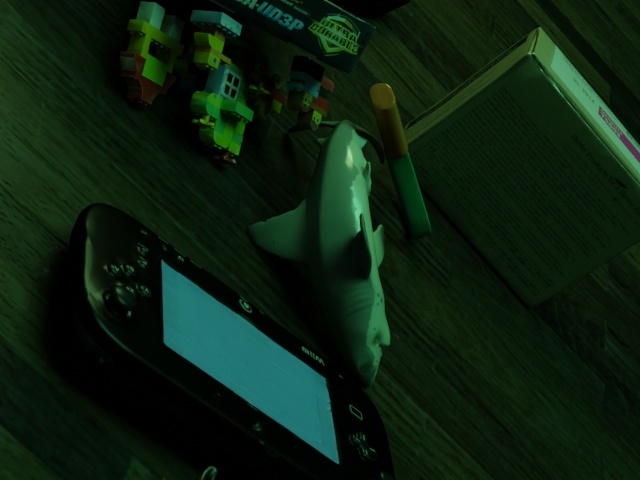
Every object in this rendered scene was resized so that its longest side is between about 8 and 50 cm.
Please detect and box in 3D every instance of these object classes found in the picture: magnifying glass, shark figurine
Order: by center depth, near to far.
[{"bbox_3d":[-0.004,-0.029,1.354,0.166,0.116,0.278,74,11,-55],"label":"shark figurine"},{"bbox_3d":[0.073,-0.076,1.478,0.231,0.026,0.092,72,0,-62],"label":"magnifying glass"}]

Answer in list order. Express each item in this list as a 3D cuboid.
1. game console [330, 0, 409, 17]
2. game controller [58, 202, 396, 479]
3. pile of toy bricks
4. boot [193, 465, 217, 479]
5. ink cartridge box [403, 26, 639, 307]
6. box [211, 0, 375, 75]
[{"bbox_3d":[-0.044,-0.353,1.705,0.361,0.044,0.213,-1,59,-57],"label":"game console"},{"bbox_3d":[-0.061,0.097,1.150,0.319,0.067,0.166,39,31,-28],"label":"game controller"},{"bbox_3d":[-0.078,-0.119,1.352,0.212,0.118,0.105,26,76,-59],"label":"pile of toy bricks"},{"bbox_3d":[-0.040,0.274,0.958,0.263,0.091,0.229,55,28,7],"label":"boot"},{"bbox_3d":[0.226,-0.074,1.647,0.234,0.193,0.088,48,29,-13],"label":"ink cartridge box"},{"bbox_3d":[-0.055,-0.221,1.396,0.175,0.051,0.220,28,8,-14],"label":"box"}]
